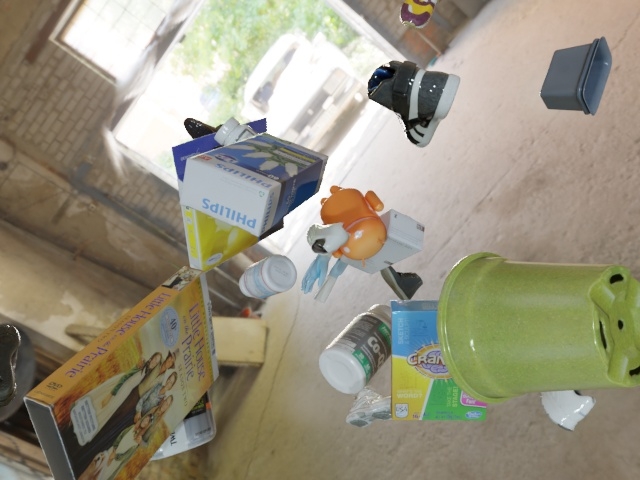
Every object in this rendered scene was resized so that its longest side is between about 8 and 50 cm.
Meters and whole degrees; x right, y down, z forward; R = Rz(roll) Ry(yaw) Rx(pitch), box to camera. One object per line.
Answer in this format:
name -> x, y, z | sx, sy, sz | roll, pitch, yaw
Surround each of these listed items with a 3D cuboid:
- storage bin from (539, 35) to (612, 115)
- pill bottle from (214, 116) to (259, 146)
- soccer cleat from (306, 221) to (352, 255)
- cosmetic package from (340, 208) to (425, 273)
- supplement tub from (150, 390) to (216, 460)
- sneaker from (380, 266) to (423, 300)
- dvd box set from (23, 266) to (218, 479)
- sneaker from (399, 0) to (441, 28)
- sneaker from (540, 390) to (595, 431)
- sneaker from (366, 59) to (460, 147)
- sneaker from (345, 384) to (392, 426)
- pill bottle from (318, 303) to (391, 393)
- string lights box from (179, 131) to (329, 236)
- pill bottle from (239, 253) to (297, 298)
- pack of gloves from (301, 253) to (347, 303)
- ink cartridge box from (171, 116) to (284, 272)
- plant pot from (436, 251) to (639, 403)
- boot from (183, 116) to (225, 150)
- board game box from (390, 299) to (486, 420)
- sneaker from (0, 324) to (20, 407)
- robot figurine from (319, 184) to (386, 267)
storage bin -> 0.490, -0.309, 1.006 | 0.091, 0.098, 0.135 | 13, 76, 46
pill bottle -> -0.163, -0.207, 1.164 | 0.078, 0.137, 0.078 | -50, 7, 8
soccer cleat -> 0.000, 0.000, 1.169 | 0.076, 0.068, 0.196 | -42, 11, -19
cosmetic package -> 0.164, 0.009, 1.418 | 0.231, 0.117, 0.085 | -33, 38, 56
supplement tub -> -0.393, 0.351, 1.304 | 0.207, 0.207, 0.338 | -28, 74, 53
sneaker -> 0.336, 0.148, 2.168 | 0.118, 0.222, 0.083 | -45, 34, -12
dvd box set -> -0.348, 0.283, 1.026 | 0.420, 0.062, 0.307 | -49, -36, -55
sneaker -> 0.221, -0.520, 1.088 | 0.185, 0.070, 0.084 | -59, -10, -29
sneaker -> 0.651, 0.377, 1.460 | 0.129, 0.111, 0.297 | -50, 38, 23
sneaker -> 0.127, -0.210, 0.783 | 0.217, 0.121, 0.079 | 85, -153, -84
sneaker -> 0.164, 0.495, 1.610 | 0.232, 0.090, 0.115 | -32, 38, 41
pill bottle -> 0.171, 0.412, 2.043 | 0.204, 0.204, 0.361 | -34, 2, 45
string lights box -> -0.094, -0.100, 0.837 | 0.259, 0.133, 0.076 | -46, -25, -63
pill bottle -> -0.129, 0.090, 1.228 | 0.160, 0.087, 0.087 | -24, 36, 55
pack of gloves -> 0.040, 0.089, 1.649 | 0.046, 0.195, 0.232 | 30, 87, 34
ink cartridge box -> -0.209, -0.117, 1.290 | 0.072, 0.307, 0.304 | 24, 37, 32
plant pot -> 0.380, 0.141, 0.863 | 0.254, 0.276, 0.276 | -15, 44, 56
boot -> -0.350, -0.352, 1.738 | 0.082, 0.219, 0.106 | -40, 27, 31
board game box -> 0.297, 0.303, 1.315 | 0.064, 0.242, 0.316 | -78, -14, -70
sneaker -> -0.823, 0.331, 1.339 | 0.130, 0.087, 0.227 | -62, 40, 32
robot figurine -> 0.081, -0.043, 1.284 | 0.158, 0.128, 0.219 | -26, 55, -6
